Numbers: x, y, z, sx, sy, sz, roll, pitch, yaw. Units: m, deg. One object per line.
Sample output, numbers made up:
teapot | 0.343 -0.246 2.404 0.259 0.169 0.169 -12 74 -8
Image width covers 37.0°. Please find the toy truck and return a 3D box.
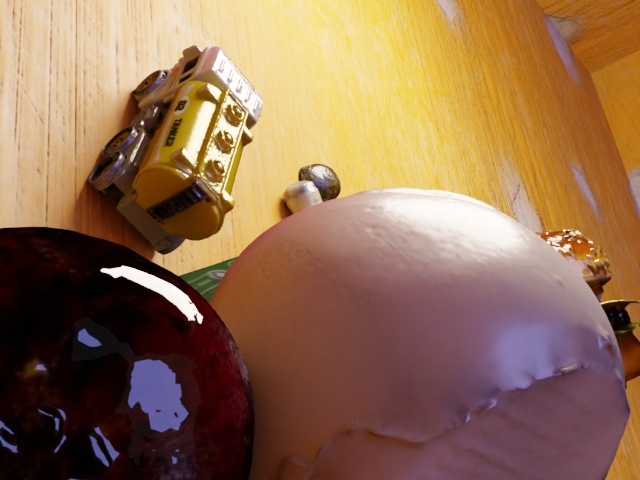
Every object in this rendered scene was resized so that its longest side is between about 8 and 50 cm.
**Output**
toy truck | -0.117 -0.085 0.857 0.098 0.114 0.227 49 29 -28

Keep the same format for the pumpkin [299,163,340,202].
pumpkin | 0.006 -0.073 1.174 0.050 0.028 0.083 64 22 4

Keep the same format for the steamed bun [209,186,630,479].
steamed bun | 0.038 0.091 0.683 0.309 0.309 0.309 43 33 -37

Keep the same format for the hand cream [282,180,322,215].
hand cream | 0.000 0.000 1.091 0.143 0.039 0.061 66 26 -7

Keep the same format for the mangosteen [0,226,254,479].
mangosteen | -0.160 0.105 0.533 0.235 0.235 0.261 62 -15 -5

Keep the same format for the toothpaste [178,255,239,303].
toothpaste | -0.055 0.040 0.901 0.392 0.098 0.061 -20 122 -63

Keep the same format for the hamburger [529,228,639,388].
hamburger | 0.248 0.106 1.194 0.291 0.291 0.225 0 72 -62
